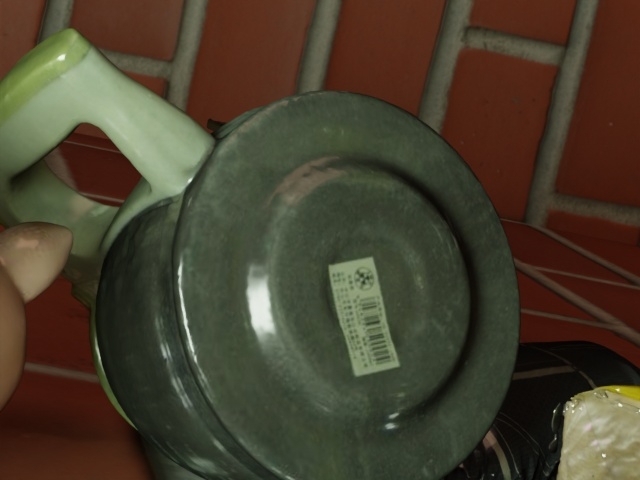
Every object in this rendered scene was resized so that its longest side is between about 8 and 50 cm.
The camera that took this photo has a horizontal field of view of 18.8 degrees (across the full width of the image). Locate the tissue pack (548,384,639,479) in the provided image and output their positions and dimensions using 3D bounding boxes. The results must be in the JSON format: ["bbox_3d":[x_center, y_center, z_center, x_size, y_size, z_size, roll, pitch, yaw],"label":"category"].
[{"bbox_3d":[0.282,0.160,1.158,0.192,0.134,0.271,15,8,38],"label":"tissue pack"}]

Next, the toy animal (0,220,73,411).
[{"bbox_3d":[-0.274,0.049,1.063,0.248,0.149,0.165,2,25,23],"label":"toy animal"}]

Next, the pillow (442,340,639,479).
[{"bbox_3d":[0.145,0.125,1.365,0.161,0.093,0.335,24,14,40],"label":"pillow"}]

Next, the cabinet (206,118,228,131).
[{"bbox_3d":[0.000,0.000,1.751,0.215,0.175,0.148,8,9,-26],"label":"cabinet"}]

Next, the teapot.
[{"bbox_3d":[-0.069,0.039,1.164,0.321,0.240,0.239,15,-19,-32],"label":"teapot"}]
